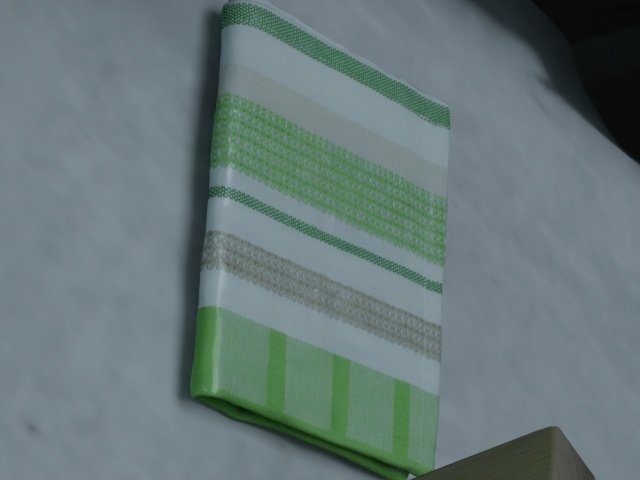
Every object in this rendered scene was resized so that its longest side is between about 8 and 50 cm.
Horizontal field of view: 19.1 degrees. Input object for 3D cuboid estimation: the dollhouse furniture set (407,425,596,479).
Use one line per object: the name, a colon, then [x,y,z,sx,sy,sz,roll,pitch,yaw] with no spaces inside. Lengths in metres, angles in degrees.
dollhouse furniture set: [0.034,0.168,0.557,0.123,0.144,0.151,53,28,-25]

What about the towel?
towel: [0.000,0.000,0.669,0.113,0.023,0.152,25,58,-37]

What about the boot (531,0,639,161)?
boot: [0.125,-0.156,0.774,0.305,0.112,0.115,55,36,-50]
